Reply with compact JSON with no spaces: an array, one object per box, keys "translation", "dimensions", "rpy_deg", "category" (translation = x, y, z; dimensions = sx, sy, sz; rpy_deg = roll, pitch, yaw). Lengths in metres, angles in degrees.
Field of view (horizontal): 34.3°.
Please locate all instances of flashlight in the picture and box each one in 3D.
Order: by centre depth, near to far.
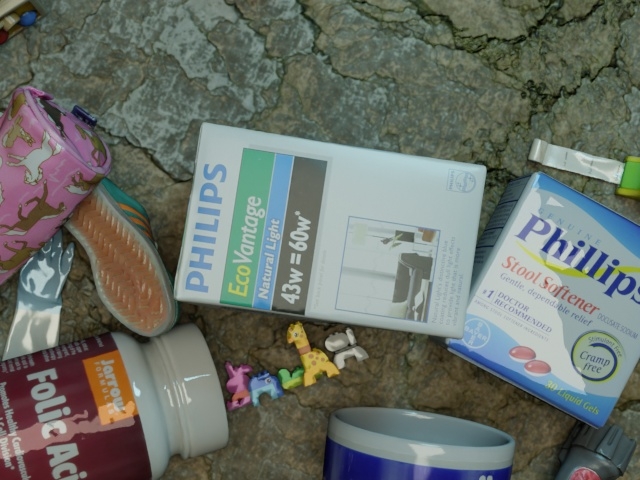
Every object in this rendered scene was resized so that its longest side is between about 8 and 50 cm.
[{"translation":[0.364,0.401,1.505],"dimensions":[0.103,0.103,0.304],"rpy_deg":[41,64,-4],"category":"flashlight"}]

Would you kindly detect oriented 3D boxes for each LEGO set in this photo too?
[{"translation":[-0.046,0.174,1.546],"dimensions":[0.227,0.087,0.093],"rpy_deg":[-20,90,-5],"category":"LEGO set"}]

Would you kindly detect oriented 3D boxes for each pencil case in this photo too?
[{"translation":[-0.463,-0.034,1.421],"dimensions":[0.386,0.167,0.160],"rpy_deg":[-43,124,14],"category":"pencil case"}]

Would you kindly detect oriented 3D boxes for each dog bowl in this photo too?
[{"translation":[0.136,0.312,1.463],"dimensions":[0.265,0.265,0.104],"rpy_deg":[8,90,-3],"category":"dog bowl"}]

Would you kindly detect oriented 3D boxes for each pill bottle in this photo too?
[{"translation":[-0.340,0.253,1.432],"dimensions":[0.392,0.224,0.224],"rpy_deg":[-15,89,-17],"category":"pill bottle"}]

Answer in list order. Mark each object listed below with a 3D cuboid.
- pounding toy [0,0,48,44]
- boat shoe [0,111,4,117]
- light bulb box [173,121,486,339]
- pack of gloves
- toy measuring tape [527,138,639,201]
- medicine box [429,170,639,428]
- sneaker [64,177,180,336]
[{"translation":[-0.474,-0.329,1.507],"dimensions":[0.130,0.141,0.100],"rpy_deg":[-34,91,-4],"category":"pounding toy"},{"translation":[-0.604,-0.083,1.500],"dimensions":[0.340,0.127,0.113],"rpy_deg":[-18,77,-13],"category":"boat shoe"},{"translation":[0.000,0.000,1.419],"dimensions":[0.361,0.358,0.225],"rpy_deg":[9,86,-5],"category":"light bulb box"},{"translation":[-0.477,0.075,1.542],"dimensions":[0.195,0.046,0.232],"rpy_deg":[9,88,-2],"category":"pack of gloves"},{"translation":[0.487,-0.100,1.575],"dimensions":[0.330,0.121,0.121],"rpy_deg":[16,87,-3],"category":"toy measuring tape"},{"translation":[0.349,0.086,1.543],"dimensions":[0.263,0.149,0.289],"rpy_deg":[28,87,-2],"category":"medicine box"},{"translation":[-0.274,0.008,1.482],"dimensions":[0.108,0.121,0.302],"rpy_deg":[-41,69,16],"category":"sneaker"}]
